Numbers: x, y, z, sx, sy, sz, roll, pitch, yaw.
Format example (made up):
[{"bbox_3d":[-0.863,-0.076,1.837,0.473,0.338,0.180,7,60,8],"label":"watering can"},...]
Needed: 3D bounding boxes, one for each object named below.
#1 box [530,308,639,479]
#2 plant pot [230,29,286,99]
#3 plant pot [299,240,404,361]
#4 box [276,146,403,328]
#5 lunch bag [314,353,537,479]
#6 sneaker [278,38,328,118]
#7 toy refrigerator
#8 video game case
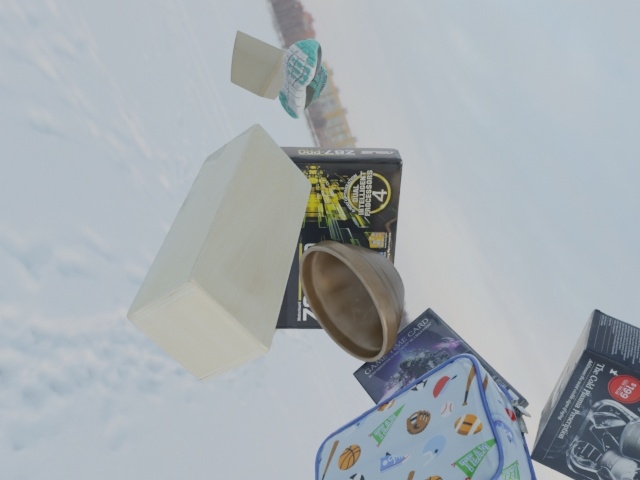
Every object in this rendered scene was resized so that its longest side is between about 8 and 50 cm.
[{"bbox_3d":[0.679,0.382,1.486,0.179,0.312,0.343,-44,151,-54],"label":"box"},{"bbox_3d":[-0.114,-0.333,1.315,0.109,0.096,0.109,28,13,14],"label":"plant pot"},{"bbox_3d":[0.074,0.094,1.239,0.237,0.109,0.237,37,-37,34],"label":"plant pot"},{"bbox_3d":[0.000,0.000,1.434,0.097,0.318,0.395,-92,-176,-65],"label":"box"},{"bbox_3d":[0.130,0.292,0.876,0.115,0.303,0.243,45,22,-24],"label":"lunch bag"},{"bbox_3d":[-0.020,-0.273,1.100,0.065,0.076,0.166,48,-26,10],"label":"sneaker"},{"bbox_3d":[-0.092,0.002,0.692,0.102,0.094,0.270,47,30,-25],"label":"toy refrigerator"},{"bbox_3d":[0.198,0.257,1.182,0.026,0.196,0.274,52,-3,-39],"label":"video game case"}]
